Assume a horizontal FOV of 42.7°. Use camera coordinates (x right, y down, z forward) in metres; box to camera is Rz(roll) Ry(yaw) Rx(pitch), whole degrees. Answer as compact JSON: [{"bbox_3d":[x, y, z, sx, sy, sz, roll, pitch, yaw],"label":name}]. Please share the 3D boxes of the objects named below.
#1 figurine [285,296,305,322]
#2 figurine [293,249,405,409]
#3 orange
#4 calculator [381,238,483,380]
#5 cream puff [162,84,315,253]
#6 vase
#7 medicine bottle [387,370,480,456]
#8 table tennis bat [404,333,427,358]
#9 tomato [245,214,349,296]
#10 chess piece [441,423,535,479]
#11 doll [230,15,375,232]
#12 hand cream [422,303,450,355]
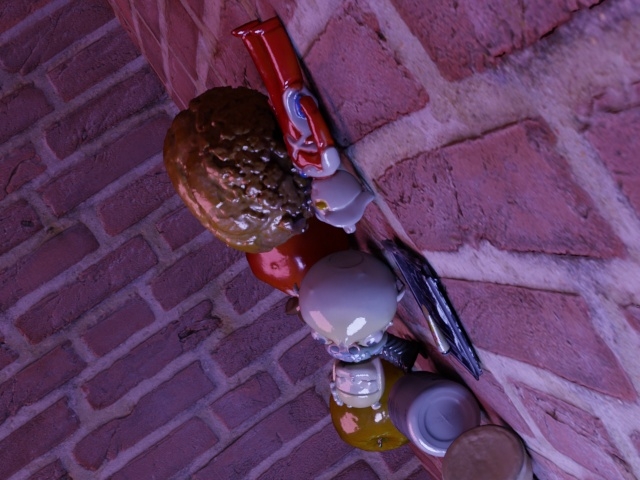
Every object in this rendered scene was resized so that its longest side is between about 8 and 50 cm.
[{"bbox_3d":[0.030,0.127,2.042,0.173,0.247,0.177,21,-145,-23],"label":"figurine"},{"bbox_3d":[0.082,0.191,1.723,0.274,0.227,0.394,-61,-31,-55],"label":"figurine"},{"bbox_3d":[0.159,0.450,2.250,0.279,0.279,0.235,67,-165,-56],"label":"orange"},{"bbox_3d":[0.198,0.118,1.445,0.274,0.028,0.166,59,171,-29],"label":"calculator"},{"bbox_3d":[-0.125,-0.143,1.530,0.327,0.231,0.343,57,-160,6],"label":"cream puff"},{"bbox_3d":[0.108,0.222,1.873,0.237,0.115,0.115,23,163,14],"label":"vase"},{"bbox_3d":[0.236,0.370,1.795,0.157,0.157,0.289,55,173,-1],"label":"medicine bottle"},{"bbox_3d":[0.223,0.246,1.909,0.083,0.007,0.050,45,168,45],"label":"table tennis bat"},{"bbox_3d":[-0.057,0.011,1.811,0.260,0.180,0.260,19,135,21],"label":"tomato"},{"bbox_3d":[0.369,0.510,1.614,0.299,0.167,0.167,55,174,-36],"label":"chess piece"},{"bbox_3d":[-0.026,-0.180,1.338,0.384,0.099,0.188,61,171,-18],"label":"doll"},{"bbox_3d":[0.199,0.156,1.417,0.102,0.022,0.035,61,-178,-24],"label":"hand cream"}]
